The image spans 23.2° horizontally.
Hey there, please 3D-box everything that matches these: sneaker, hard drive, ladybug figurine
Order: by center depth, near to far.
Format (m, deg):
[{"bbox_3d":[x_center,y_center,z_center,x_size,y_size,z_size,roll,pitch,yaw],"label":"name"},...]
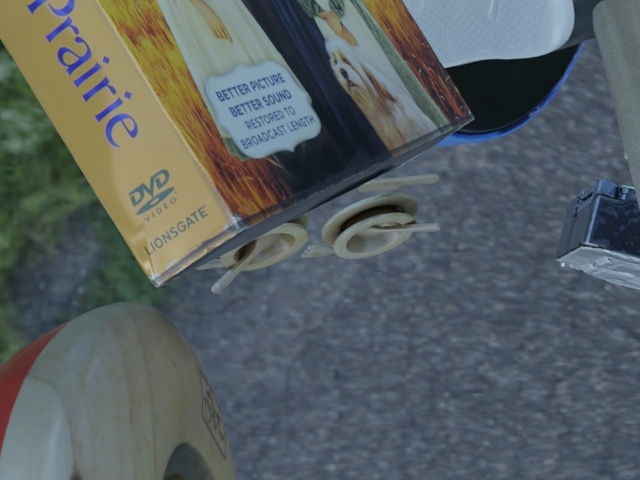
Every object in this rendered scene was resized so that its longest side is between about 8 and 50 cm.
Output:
[{"bbox_3d":[-0.141,0.236,0.880,0.162,0.305,0.449,-8,52,10],"label":"ladybug figurine"},{"bbox_3d":[0.371,0.029,1.276,0.339,0.237,0.064,15,87,3],"label":"hard drive"},{"bbox_3d":[0.181,-0.225,1.484,0.296,0.147,0.104,13,114,55],"label":"sneaker"}]

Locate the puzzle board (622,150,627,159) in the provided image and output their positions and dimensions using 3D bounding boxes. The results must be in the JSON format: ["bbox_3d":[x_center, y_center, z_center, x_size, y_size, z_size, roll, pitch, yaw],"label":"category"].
[{"bbox_3d":[0.259,-0.078,1.055,0.096,0.128,0.011,-38,74,18],"label":"puzzle board"}]

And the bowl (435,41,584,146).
[{"bbox_3d":[0.174,-0.295,1.770,0.077,0.391,0.391,20,96,47],"label":"bowl"}]

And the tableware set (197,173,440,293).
[{"bbox_3d":[0.000,0.000,1.310,0.128,0.194,0.039,-52,51,52],"label":"tableware set"}]

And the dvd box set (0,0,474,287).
[{"bbox_3d":[-0.099,-0.202,0.814,0.062,0.307,0.420,-33,87,29],"label":"dvd box set"}]

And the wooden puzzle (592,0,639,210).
[{"bbox_3d":[0.249,-0.027,0.452,0.322,0.348,0.080,-3,105,8],"label":"wooden puzzle"}]
